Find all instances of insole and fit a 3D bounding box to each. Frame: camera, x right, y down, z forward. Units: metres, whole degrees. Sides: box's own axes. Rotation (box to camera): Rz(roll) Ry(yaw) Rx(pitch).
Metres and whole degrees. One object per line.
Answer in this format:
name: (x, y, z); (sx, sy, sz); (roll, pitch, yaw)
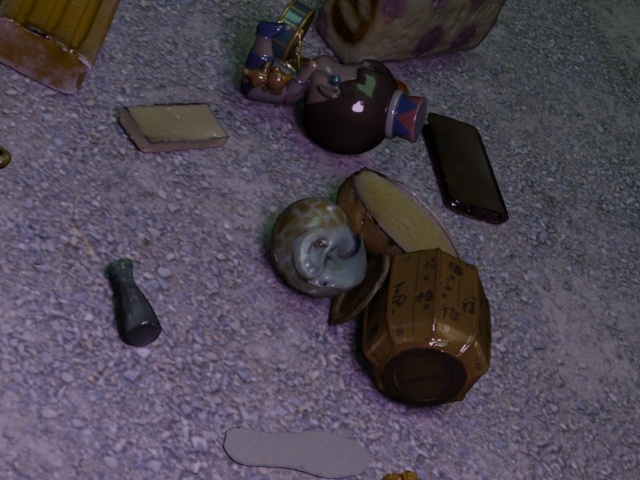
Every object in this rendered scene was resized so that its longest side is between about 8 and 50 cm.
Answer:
insole: (-0.025, 0.240, 1.653); (0.197, 0.004, 0.065); (9, 44, -33)

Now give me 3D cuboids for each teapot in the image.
teapot: (-0.215, 0.067, 1.661); (0.042, 0.043, 0.111); (8, 40, -35)

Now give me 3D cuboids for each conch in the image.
conch: (-0.008, 0.009, 1.852); (0.116, 0.106, 0.173); (-7, 51, -24)

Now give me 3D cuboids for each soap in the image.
soap: (-0.350, -0.303, 1.935); (0.140, 0.073, 0.232); (28, 36, -15)

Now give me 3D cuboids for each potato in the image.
potato: (0.096, -0.002, 1.970); (0.200, 0.081, 0.164); (44, 28, 5)

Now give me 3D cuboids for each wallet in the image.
wallet: (0.220, -0.111, 2.237); (0.110, 0.031, 0.198); (15, 41, -27)

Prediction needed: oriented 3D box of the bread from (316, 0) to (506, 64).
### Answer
bread: (0.161, -0.387, 2.367); (0.338, 0.187, 0.155); (-14, 55, -48)

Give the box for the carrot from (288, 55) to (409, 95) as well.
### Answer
carrot: (0.029, -0.248, 2.224); (0.247, 0.043, 0.043); (12, 42, -29)

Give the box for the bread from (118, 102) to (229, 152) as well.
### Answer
bread: (-0.192, -0.150, 1.935); (0.153, 0.028, 0.068); (-10, 56, -47)

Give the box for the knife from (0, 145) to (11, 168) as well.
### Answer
knife: (-0.507, -0.184, 1.707); (0.343, 0.027, 0.061); (31, 40, -2)

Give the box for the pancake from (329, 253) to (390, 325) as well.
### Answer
pancake: (0.050, 0.062, 1.828); (0.011, 0.115, 0.115); (38, 34, -18)

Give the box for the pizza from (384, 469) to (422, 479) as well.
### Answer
pizza: (0.126, 0.311, 1.669); (0.178, 0.041, 0.131); (-5, 51, -43)

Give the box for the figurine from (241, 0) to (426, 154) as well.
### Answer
figurine: (0.021, -0.217, 2.079); (0.275, 0.158, 0.161); (33, -4, -2)

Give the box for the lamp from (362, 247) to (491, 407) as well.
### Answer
lamp: (0.133, 0.107, 1.814); (0.161, 0.161, 0.185); (25, 38, -16)
